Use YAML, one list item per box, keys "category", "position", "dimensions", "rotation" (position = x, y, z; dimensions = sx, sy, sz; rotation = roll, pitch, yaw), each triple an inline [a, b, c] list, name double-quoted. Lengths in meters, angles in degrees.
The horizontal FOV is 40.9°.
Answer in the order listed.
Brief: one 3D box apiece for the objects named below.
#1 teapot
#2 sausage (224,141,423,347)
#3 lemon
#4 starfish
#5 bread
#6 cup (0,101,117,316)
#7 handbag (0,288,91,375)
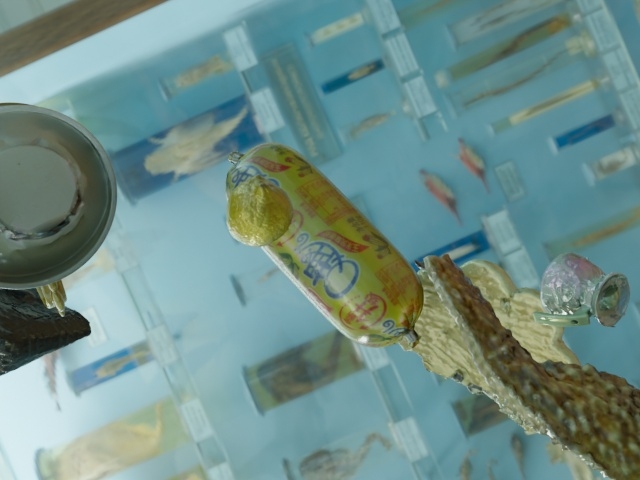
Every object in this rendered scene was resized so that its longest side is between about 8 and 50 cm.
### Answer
- category: "teapot"
  position: [0.233, 0.052, 0.768]
  dimensions: [0.064, 0.083, 0.064]
  rotation: [18, 138, 51]
- category: "sausage"
  position: [0.000, 0.000, 1.061]
  dimensions: [0.347, 0.123, 0.123]
  rotation: [46, 175, 19]
- category: "lemon"
  position: [-0.059, -0.028, 0.815]
  dimensions: [0.065, 0.065, 0.092]
  rotation: [67, 156, 21]
- category: "starfish"
  position: [0.253, 0.221, 0.635]
  dimensions: [0.398, 0.132, 0.384]
  rotation: [18, -118, -31]
- category: "bread"
  position: [0.218, 0.122, 1.094]
  dimensions: [0.250, 0.182, 0.039]
  rotation: [33, -154, 24]
- category: "cup"
  position: [-0.330, -0.038, 0.931]
  dimensions: [0.226, 0.185, 0.241]
  rotation: [28, 134, 58]
- category: "handbag"
  position: [-0.458, 0.077, 1.164]
  dimensions: [0.270, 0.089, 0.175]
  rotation: [36, -151, 8]
